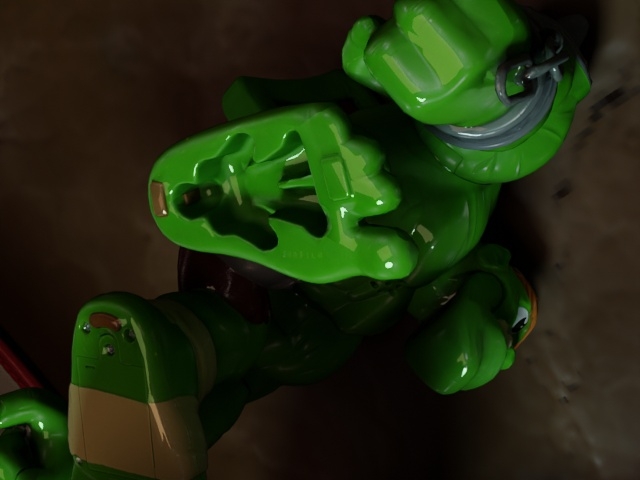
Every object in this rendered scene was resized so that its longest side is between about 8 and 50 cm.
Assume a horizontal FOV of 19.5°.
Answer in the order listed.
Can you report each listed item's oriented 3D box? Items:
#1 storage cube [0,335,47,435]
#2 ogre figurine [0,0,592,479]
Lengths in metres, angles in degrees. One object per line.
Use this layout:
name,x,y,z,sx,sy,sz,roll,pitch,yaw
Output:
storage cube,-0.172,0.148,0.583,0.215,0.183,0.193,46,127,13
ogre figurine,0.000,0.000,0.454,0.097,0.118,0.197,34,122,20
